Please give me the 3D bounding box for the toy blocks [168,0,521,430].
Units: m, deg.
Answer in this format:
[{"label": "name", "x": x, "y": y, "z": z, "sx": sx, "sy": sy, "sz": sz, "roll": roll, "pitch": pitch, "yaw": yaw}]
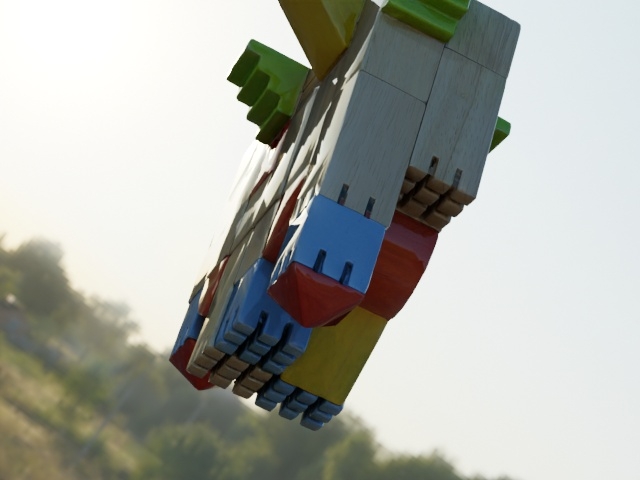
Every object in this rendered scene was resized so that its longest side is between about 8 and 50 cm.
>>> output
[{"label": "toy blocks", "x": 0.000, "y": 0.000, "z": 1.054, "sx": 0.190, "sy": 0.261, "sz": 0.381, "roll": 26, "pitch": -31, "yaw": -12}]
